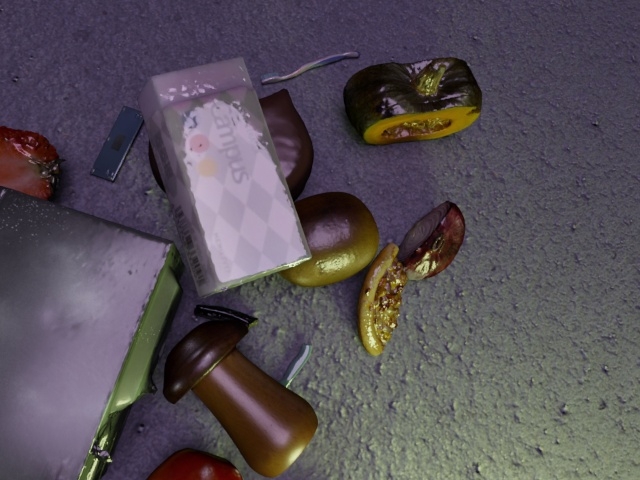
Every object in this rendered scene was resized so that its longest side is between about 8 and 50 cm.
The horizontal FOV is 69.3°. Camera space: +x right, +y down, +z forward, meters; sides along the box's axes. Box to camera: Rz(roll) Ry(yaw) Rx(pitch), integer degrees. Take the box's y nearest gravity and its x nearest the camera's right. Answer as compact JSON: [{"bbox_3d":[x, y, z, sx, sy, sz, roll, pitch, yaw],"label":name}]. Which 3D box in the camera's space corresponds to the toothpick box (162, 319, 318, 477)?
[{"bbox_3d":[-0.152,0.285,0.866,0.294,0.192,0.192,44,74,2],"label":"toothpick box"}]

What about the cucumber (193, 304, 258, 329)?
[{"bbox_3d":[-0.197,0.158,0.972,0.135,0.033,0.034,21,36,-5],"label":"cucumber"}]

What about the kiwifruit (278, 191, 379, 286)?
[{"bbox_3d":[0.000,0.000,0.964,0.234,0.196,0.196,-21,81,-17],"label":"kiwifruit"}]

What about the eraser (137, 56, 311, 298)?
[{"bbox_3d":[-0.180,-0.116,0.839,0.213,0.082,0.396,-19,86,-11],"label":"eraser"}]

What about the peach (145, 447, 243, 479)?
[{"bbox_3d":[-0.231,0.492,0.807,0.196,0.190,0.226,28,68,-18],"label":"peach"}]

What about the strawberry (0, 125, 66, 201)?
[{"bbox_3d":[-0.632,-0.150,0.935,0.236,0.106,0.175,12,112,-7],"label":"strawberry"}]

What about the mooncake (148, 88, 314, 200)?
[{"bbox_3d":[-0.193,-0.193,0.977,0.326,0.174,0.333,-26,85,-10],"label":"mooncake"}]

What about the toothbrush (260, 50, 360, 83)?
[{"bbox_3d":[-0.022,-0.431,1.147,0.269,0.021,0.027,-21,87,-15],"label":"toothbrush"}]

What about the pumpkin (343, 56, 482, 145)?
[{"bbox_3d":[0.217,-0.324,1.061,0.317,0.222,0.139,-6,79,-11],"label":"pumpkin"}]

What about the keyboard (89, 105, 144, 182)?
[{"bbox_3d":[-0.445,-0.215,1.023,0.055,0.014,0.176,20,74,-4],"label":"keyboard"}]

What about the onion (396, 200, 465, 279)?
[{"bbox_3d":[0.260,0.013,1.037,0.098,0.151,0.206,43,89,-13],"label":"onion"}]

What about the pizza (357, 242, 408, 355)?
[{"bbox_3d":[0.131,0.127,0.979,0.127,0.058,0.246,16,92,-48],"label":"pizza"}]

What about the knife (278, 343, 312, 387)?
[{"bbox_3d":[-0.082,0.305,0.967,0.028,0.015,0.210,38,75,-5],"label":"knife"}]

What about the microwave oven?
[{"bbox_3d":[-0.459,0.177,0.813,0.375,0.236,0.432,19,75,-5],"label":"microwave oven"}]
